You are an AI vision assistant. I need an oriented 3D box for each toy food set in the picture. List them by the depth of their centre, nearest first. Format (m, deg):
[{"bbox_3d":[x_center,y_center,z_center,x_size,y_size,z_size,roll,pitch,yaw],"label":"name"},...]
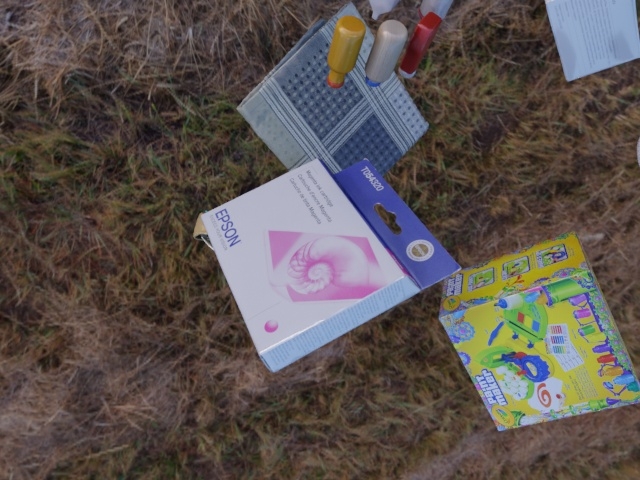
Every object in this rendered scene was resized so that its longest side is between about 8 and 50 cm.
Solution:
[{"bbox_3d":[0.106,-0.300,0.765,0.111,0.232,0.104,33,152,5],"label":"toy food set"}]

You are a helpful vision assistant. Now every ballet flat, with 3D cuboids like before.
[{"bbox_3d":[-0.172,0.009,1.131,0.073,0.232,0.080,-63,151,-7],"label":"ballet flat"}]

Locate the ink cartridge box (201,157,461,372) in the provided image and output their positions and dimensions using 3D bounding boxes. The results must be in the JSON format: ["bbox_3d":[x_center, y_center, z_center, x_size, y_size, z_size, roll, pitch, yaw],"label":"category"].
[{"bbox_3d":[0.000,0.000,0.883,0.330,0.324,0.071,-29,138,-6],"label":"ink cartridge box"}]

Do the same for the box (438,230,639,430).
[{"bbox_3d":[0.424,0.182,1.062,0.279,0.177,0.290,-22,107,25],"label":"box"}]

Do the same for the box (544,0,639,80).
[{"bbox_3d":[0.438,-0.402,0.889,0.118,0.181,0.182,-14,144,29],"label":"box"}]

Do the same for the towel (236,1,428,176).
[{"bbox_3d":[0.036,-0.244,1.060,0.312,0.056,0.324,-46,120,-11],"label":"towel"}]

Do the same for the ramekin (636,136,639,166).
[{"bbox_3d":[0.814,-0.193,1.212,0.207,0.207,0.109,14,161,-23],"label":"ramekin"}]
